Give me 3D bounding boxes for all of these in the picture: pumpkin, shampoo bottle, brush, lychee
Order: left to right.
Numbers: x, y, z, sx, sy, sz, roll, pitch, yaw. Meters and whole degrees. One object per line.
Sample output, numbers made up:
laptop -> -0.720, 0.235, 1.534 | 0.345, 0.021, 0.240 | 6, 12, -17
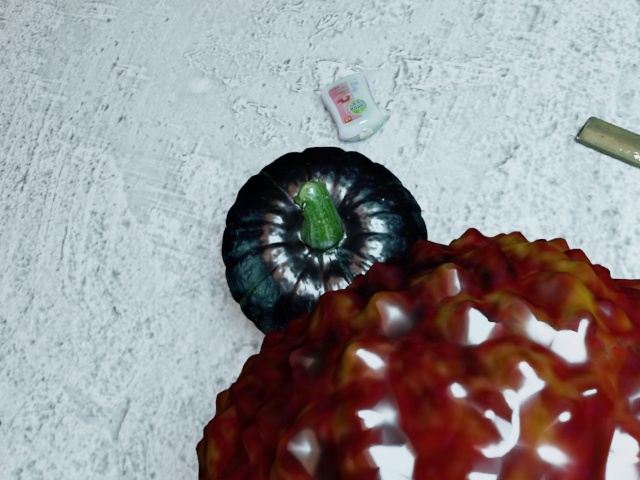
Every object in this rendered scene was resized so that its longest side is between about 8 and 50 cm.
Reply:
pumpkin -> 0.000, 0.000, 0.675 | 0.248, 0.248, 0.247 | -5, 66, 12
shampoo bottle -> 0.049, -0.187, 0.853 | 0.072, 0.043, 0.099 | -23, 64, 4
lychee -> 0.099, 0.228, 0.470 | 0.425, 0.425, 0.499 | 32, 117, 24
brush -> 0.440, -0.095, 0.719 | 0.248, 0.036, 0.043 | 32, 74, 24
